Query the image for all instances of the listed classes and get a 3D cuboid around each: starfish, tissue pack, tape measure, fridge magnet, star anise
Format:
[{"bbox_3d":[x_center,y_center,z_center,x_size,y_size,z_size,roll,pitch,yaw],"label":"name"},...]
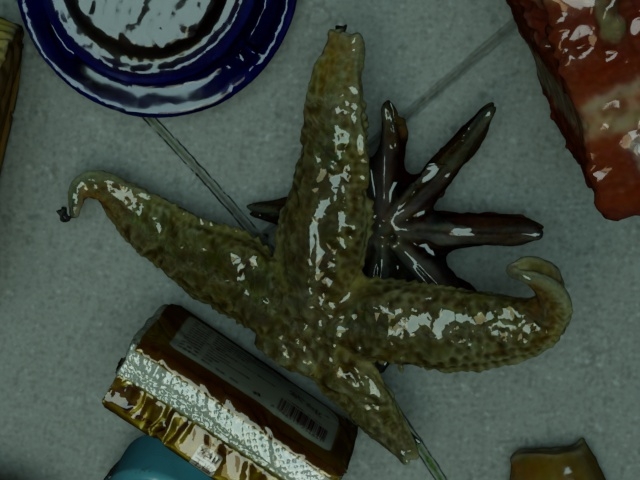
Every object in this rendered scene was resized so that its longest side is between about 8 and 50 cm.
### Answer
[{"bbox_3d":[0.000,0.000,1.655,0.432,0.082,0.324,44,117,8],"label":"starfish"},{"bbox_3d":[-0.080,0.158,1.695,0.226,0.183,0.092,31,99,0],"label":"tissue pack"},{"bbox_3d":[-0.135,0.242,1.743,0.146,0.081,0.125,24,140,4],"label":"tape measure"},{"bbox_3d":[-0.152,-0.245,1.687,0.265,0.112,0.265,0,95,5],"label":"fridge magnet"},{"bbox_3d":[0.066,-0.019,1.714,0.288,0.088,0.288,3,105,12],"label":"star anise"}]

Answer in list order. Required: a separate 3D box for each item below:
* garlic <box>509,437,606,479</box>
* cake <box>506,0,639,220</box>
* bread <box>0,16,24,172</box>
[{"bbox_3d":[0.233,0.347,1.751,0.143,0.112,0.318,2,86,6],"label":"garlic"},{"bbox_3d":[0.295,-0.219,1.550,0.269,0.270,0.319,-23,112,5],"label":"cake"},{"bbox_3d":[-0.372,-0.075,1.675,0.156,0.204,0.288,11,102,-3],"label":"bread"}]
